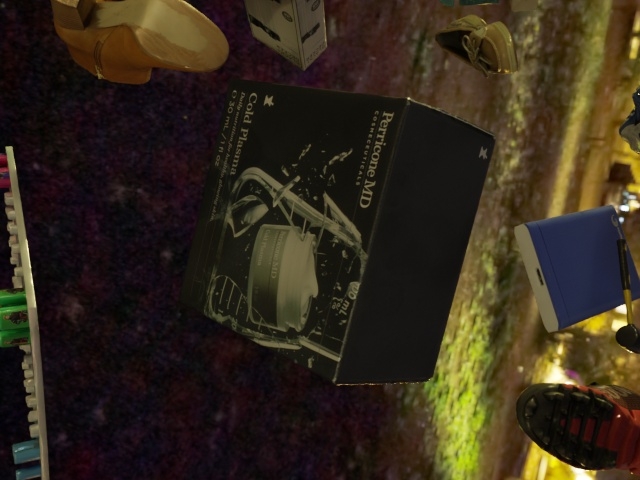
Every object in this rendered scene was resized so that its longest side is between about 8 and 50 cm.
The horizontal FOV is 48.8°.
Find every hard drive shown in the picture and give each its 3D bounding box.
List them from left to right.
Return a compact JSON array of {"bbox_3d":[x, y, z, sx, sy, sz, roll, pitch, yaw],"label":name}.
[{"bbox_3d":[0.532,0.048,1.432,0.318,0.040,0.210,-11,81,-39],"label":"hard drive"}]

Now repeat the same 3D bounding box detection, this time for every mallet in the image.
[{"bbox_3d":[0.492,0.086,1.139,0.062,0.039,0.190,14,67,-47],"label":"mallet"}]

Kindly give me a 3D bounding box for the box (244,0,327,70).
[{"bbox_3d":[-0.080,-0.516,1.531,0.087,0.169,0.290,-50,166,-12],"label":"box"}]

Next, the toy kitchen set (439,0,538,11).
[{"bbox_3d":[0.336,-0.564,1.440,0.122,0.207,0.166,-78,164,-51],"label":"toy kitchen set"}]

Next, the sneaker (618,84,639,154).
[{"bbox_3d":[0.682,-0.191,1.362,0.315,0.127,0.182,33,33,-66],"label":"sneaker"}]

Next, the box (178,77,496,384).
[{"bbox_3d":[0.016,-0.031,1.363,0.297,0.471,0.480,9,96,-47],"label":"box"}]

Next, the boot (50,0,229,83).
[{"bbox_3d":[-0.281,-0.306,1.130,0.211,0.295,0.104,109,2,-75],"label":"boot"}]

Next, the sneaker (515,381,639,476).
[{"bbox_3d":[0.349,0.232,0.896,0.135,0.276,0.098,-156,-98,-71],"label":"sneaker"}]

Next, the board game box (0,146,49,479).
[{"bbox_3d":[-0.481,0.117,1.111,0.050,0.390,0.390,-6,133,-24],"label":"board game box"}]

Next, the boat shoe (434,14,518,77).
[{"bbox_3d":[0.320,-0.393,1.447,0.285,0.089,0.105,-112,-175,-65],"label":"boat shoe"}]
